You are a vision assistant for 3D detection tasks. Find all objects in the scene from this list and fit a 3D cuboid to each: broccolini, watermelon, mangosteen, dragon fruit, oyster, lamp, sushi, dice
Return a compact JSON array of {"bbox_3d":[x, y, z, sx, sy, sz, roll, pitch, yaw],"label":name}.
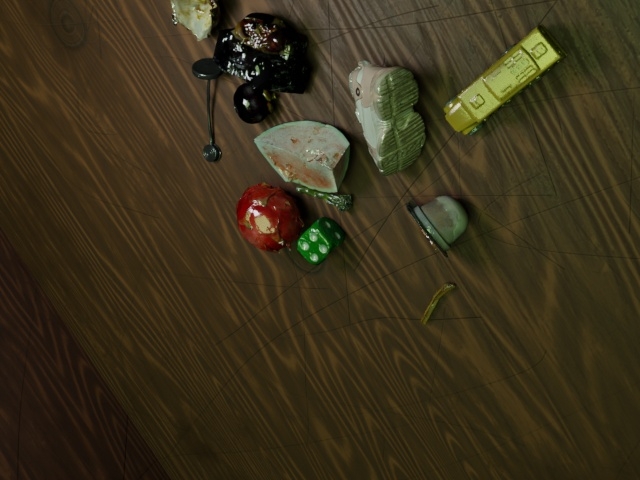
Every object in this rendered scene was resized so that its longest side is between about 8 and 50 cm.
[{"bbox_3d":[0.012,-0.149,1.867,0.216,0.058,0.067,16,83,29],"label":"broccolini"},{"bbox_3d":[-0.057,-0.285,1.756,0.305,0.180,0.223,21,105,20],"label":"watermelon"},{"bbox_3d":[-0.217,-0.468,1.804,0.152,0.137,0.137,-20,103,-2],"label":"mangosteen"},{"bbox_3d":[-0.180,-0.081,1.882,0.241,0.241,0.252,-3,116,29],"label":"dragon fruit"},{"bbox_3d":[-0.447,-0.820,1.759,0.337,0.133,0.198,48,126,4],"label":"oyster"},{"bbox_3d":[-0.417,-0.456,1.912,0.130,0.108,0.371,27,121,19],"label":"lamp"},{"bbox_3d":[-0.170,-0.601,1.684,0.227,0.216,0.212,41,121,32],"label":"sushi"},{"bbox_3d":[0.000,0.000,1.877,0.120,0.131,0.128,46,124,2],"label":"dice"}]

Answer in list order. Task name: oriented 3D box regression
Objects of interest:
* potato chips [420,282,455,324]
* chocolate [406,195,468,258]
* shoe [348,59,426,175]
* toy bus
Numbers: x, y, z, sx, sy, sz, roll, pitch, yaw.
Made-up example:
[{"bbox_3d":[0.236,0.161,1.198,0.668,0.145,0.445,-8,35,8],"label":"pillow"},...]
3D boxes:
[{"bbox_3d":[0.393,0.215,1.829,0.037,0.026,0.203,28,121,-1],"label":"potato chips"},{"bbox_3d":[0.374,-0.067,1.651,0.147,0.221,0.221,-41,89,6],"label":"chocolate"},{"bbox_3d":[0.197,-0.374,1.608,0.198,0.172,0.350,49,155,45],"label":"shoe"},{"bbox_3d":[0.484,-0.421,1.449,0.336,0.123,0.121,-39,90,34],"label":"toy bus"}]
